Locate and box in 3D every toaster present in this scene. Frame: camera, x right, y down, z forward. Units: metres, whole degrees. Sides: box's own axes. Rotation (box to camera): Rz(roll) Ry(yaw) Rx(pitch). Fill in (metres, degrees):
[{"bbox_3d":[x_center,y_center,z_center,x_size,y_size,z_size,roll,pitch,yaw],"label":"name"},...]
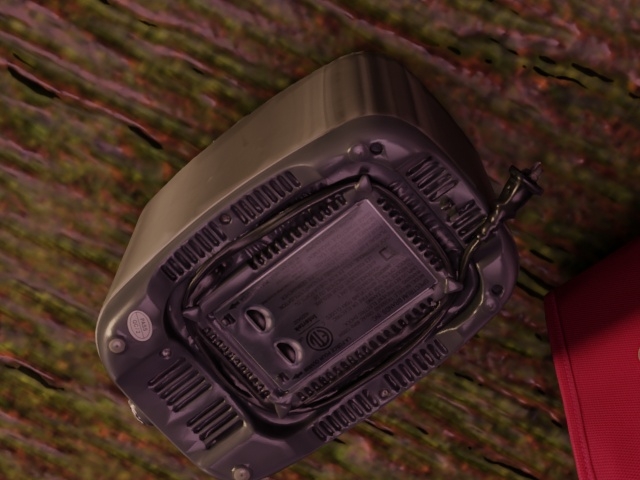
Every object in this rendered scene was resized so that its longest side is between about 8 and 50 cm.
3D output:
[{"bbox_3d":[0.000,0.000,0.896,0.227,0.146,0.129,-38,110,14],"label":"toaster"}]

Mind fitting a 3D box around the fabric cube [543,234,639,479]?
[{"bbox_3d":[0.285,0.096,0.836,0.258,0.254,0.259,-35,110,15],"label":"fabric cube"}]
